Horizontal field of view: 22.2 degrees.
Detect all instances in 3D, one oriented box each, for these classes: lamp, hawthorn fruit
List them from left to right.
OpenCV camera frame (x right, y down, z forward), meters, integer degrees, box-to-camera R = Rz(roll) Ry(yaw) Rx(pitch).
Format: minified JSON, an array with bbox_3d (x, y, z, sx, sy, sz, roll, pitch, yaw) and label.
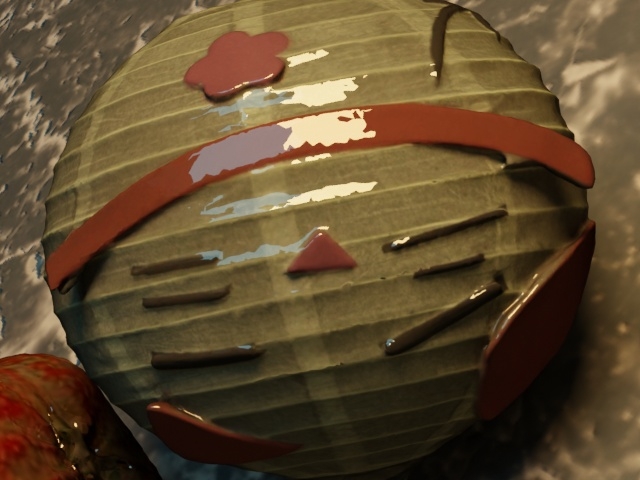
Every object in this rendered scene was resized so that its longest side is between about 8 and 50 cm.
[{"bbox_3d":[-0.188,0.161,0.829,0.235,0.181,0.181,-35,35,36],"label":"hawthorn fruit"},{"bbox_3d":[0.000,0.000,0.743,0.265,0.233,0.233,-17,43,15],"label":"lamp"}]
